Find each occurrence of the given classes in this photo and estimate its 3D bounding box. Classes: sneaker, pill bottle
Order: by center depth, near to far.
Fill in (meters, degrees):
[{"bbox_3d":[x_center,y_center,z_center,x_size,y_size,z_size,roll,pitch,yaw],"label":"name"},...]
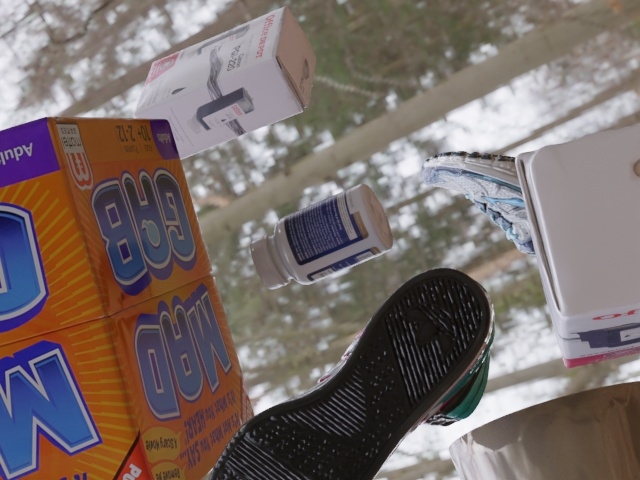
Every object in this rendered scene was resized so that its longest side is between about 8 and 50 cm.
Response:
[{"bbox_3d":[0.038,0.141,1.155,0.124,0.295,0.178,49,-171,15],"label":"sneaker"},{"bbox_3d":[0.000,0.000,1.239,0.067,0.120,0.067,59,-163,-30],"label":"pill bottle"},{"bbox_3d":[0.251,-0.045,1.744,0.110,0.283,0.122,-1,-79,-59],"label":"sneaker"}]

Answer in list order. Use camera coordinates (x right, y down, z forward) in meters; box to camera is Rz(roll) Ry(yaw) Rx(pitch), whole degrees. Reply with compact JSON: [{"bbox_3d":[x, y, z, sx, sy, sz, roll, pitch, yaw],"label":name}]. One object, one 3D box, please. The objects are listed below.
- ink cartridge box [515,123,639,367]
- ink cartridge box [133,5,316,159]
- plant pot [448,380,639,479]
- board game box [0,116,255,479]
[{"bbox_3d":[0.218,0.002,0.827,0.237,0.172,0.100,46,-149,-73],"label":"ink cartridge box"},{"bbox_3d":[-0.125,-0.206,1.809,0.158,0.218,0.092,-83,-31,-54],"label":"ink cartridge box"},{"bbox_3d":[0.291,0.314,1.399,0.256,0.256,0.274,10,-121,-49],"label":"plant pot"},{"bbox_3d":[-0.313,0.096,1.343,0.356,0.356,0.356,-23,-83,-79],"label":"board game box"}]
